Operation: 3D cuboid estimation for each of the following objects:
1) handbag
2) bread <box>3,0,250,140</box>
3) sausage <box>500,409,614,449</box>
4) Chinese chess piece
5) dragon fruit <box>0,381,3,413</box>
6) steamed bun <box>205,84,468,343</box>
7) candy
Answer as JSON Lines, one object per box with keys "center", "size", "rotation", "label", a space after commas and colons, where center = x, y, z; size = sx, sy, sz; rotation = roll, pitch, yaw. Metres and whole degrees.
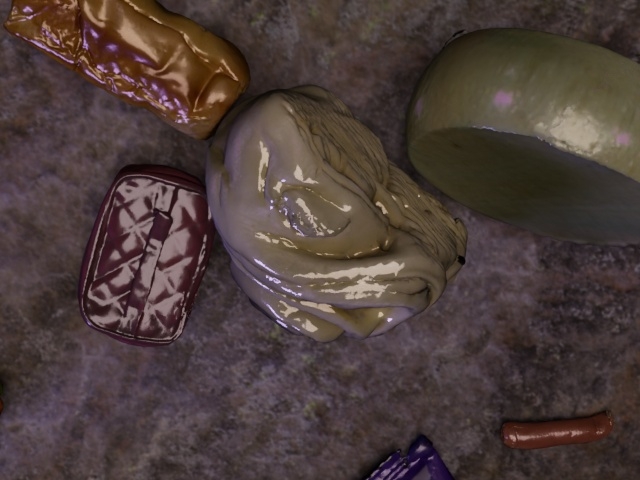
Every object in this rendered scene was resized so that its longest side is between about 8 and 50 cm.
{"center": [-0.218, 0.016, 1.537], "size": [0.146, 0.135, 0.225], "rotation": [18, 92, -12], "label": "handbag"}
{"center": [-0.227, -0.238, 1.493], "size": [0.294, 0.167, 0.132], "rotation": [29, 92, -8], "label": "bread"}
{"center": [0.321, 0.257, 1.664], "size": [0.157, 0.036, 0.042], "rotation": [-7, 108, -6], "label": "sausage"}
{"center": [0.275, -0.120, 1.467], "size": [0.349, 0.349, 0.146], "rotation": [22, 76, -7], "label": "Chinese chess piece"}
{"center": [-0.473, 0.239, 1.550], "size": [0.175, 0.142, 0.138], "rotation": [-28, 139, -21], "label": "dragon fruit"}
{"center": [0.000, 0.000, 1.470], "size": [0.237, 0.347, 0.394], "rotation": [-42, 134, 18], "label": "steamed bun"}
{"center": [0.163, 0.401, 1.647], "size": [0.145, 0.070, 0.275], "rotation": [-40, 94, -7], "label": "candy"}
